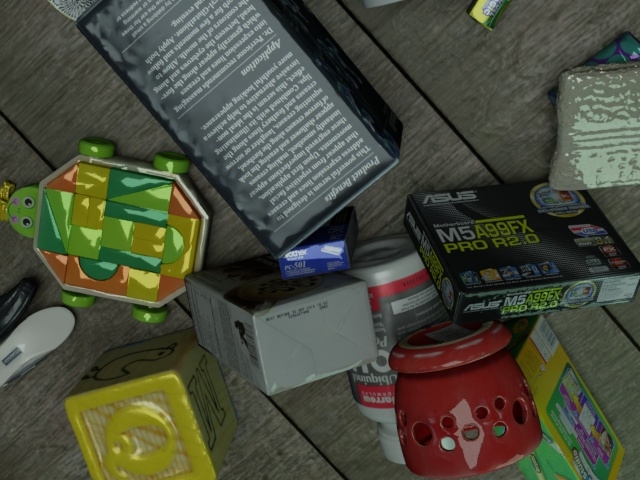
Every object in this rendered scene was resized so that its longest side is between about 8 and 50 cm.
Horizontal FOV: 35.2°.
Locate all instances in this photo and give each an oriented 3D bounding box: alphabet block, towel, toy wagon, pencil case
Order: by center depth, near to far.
[{"bbox_3d":[0.464,-0.169,1.423,0.282,0.049,0.187,-5,122,-4],"label":"towel"},{"bbox_3d":[0.402,-0.229,1.441,0.151,0.064,0.070,-38,84,14],"label":"pencil case"},{"bbox_3d":[-0.345,-0.021,1.564,0.344,0.068,0.267,11,106,2],"label":"toy wagon"},{"bbox_3d":[-0.255,0.271,1.568,0.192,0.197,0.194,-17,103,9],"label":"alphabet block"}]

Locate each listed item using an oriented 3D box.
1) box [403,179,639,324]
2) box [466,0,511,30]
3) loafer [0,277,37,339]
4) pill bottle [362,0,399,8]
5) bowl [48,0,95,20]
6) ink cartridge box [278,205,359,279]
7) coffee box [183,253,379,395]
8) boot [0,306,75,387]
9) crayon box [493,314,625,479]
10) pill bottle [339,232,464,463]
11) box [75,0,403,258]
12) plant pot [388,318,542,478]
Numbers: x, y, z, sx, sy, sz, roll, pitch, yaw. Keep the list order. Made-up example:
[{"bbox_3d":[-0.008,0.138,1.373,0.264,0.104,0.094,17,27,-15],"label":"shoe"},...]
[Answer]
[{"bbox_3d":[0.276,0.008,1.399,0.270,0.216,0.060,-6,132,-13],"label":"box"},{"bbox_3d":[0.243,-0.340,1.366,0.043,0.179,0.105,33,105,-4],"label":"box"},{"bbox_3d":[-0.543,0.132,1.619,0.223,0.076,0.078,-41,106,18],"label":"loafer"},{"bbox_3d":[0.084,-0.489,1.336,0.187,0.188,0.334,-14,103,9],"label":"pill bottle"},{"bbox_3d":[-0.328,-0.402,1.440,0.170,0.080,0.170,17,134,19],"label":"bowl"},{"bbox_3d":[0.000,0.000,1.466,0.097,0.207,0.046,-10,104,8],"label":"ink cartridge box"},{"bbox_3d":[-0.064,0.108,1.435,0.168,0.297,0.119,-15,103,-22],"label":"coffee box"},{"bbox_3d":[-0.483,0.176,1.636,0.190,0.086,0.069,-37,92,-15],"label":"boot"},{"bbox_3d":[0.345,0.270,1.521,0.081,0.165,0.278,-25,103,38],"label":"crayon box"},{"bbox_3d":[0.120,0.164,1.515,0.176,0.176,0.319,-13,103,9],"label":"pill bottle"},{"bbox_3d":[-0.089,-0.217,1.371,0.212,0.293,0.395,-38,99,14],"label":"box"},{"bbox_3d":[0.184,0.205,1.352,0.191,0.191,0.174,-16,97,9],"label":"plant pot"}]
